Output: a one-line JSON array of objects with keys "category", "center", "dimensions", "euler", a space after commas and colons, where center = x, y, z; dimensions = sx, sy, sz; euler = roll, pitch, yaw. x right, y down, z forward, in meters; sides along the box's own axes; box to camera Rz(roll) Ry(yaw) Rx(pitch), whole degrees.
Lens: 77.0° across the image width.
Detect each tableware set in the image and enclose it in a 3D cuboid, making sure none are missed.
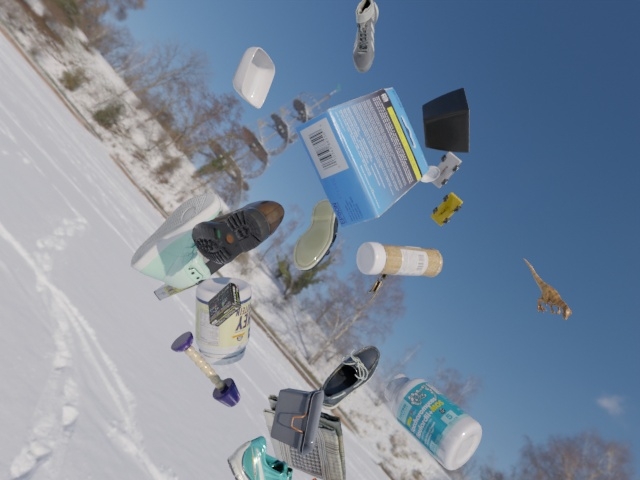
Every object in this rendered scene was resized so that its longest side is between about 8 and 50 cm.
[{"category": "tableware set", "center": [0.263, 0.171, 1.801], "dimensions": [0.039, 0.128, 0.194], "euler": [29, -46, 5]}]

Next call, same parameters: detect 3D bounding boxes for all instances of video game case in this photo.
[{"category": "video game case", "center": [-0.309, 0.060, 1.142], "dimensions": [0.248, 0.275, 0.035], "euler": [-22, -75, 45]}]

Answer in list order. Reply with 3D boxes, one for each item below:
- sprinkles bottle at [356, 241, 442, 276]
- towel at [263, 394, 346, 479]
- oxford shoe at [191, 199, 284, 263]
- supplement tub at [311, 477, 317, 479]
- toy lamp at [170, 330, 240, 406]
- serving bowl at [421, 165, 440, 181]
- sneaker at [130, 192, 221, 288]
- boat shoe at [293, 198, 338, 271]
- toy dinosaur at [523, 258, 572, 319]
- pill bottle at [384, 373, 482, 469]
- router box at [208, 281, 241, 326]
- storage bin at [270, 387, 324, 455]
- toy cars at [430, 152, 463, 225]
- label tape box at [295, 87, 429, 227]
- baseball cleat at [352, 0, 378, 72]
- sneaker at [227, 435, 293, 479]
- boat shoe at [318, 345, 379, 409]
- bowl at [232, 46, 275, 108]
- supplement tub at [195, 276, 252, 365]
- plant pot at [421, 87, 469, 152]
[{"category": "sprinkles bottle", "center": [0.312, 0.078, 1.565], "dimensions": [0.121, 0.355, 0.121], "euler": [-14, -107, 57]}, {"category": "towel", "center": [-0.059, 0.734, 1.468], "dimensions": [0.312, 0.056, 0.325], "euler": [6, -67, 29]}, {"category": "oxford shoe", "center": [-0.143, -0.016, 0.704], "dimensions": [0.227, 0.096, 0.083], "euler": [-11, -70, 42]}, {"category": "supplement tub", "center": [0.016, 0.999, 1.336], "dimensions": [0.338, 0.207, 0.207], "euler": [48, -15, 27]}, {"category": "toy lamp", "center": [-0.336, 0.394, 1.208], "dimensions": [0.275, 0.080, 0.080], "euler": [59, -18, -20]}, {"category": "serving bowl", "center": [0.432, -0.270, 1.605], "dimensions": [0.083, 0.083, 0.027], "euler": [77, 3, -57]}, {"category": "sneaker", "center": [-0.281, 0.008, 0.904], "dimensions": [0.151, 0.256, 0.094], "euler": [40, 21, -37]}, {"category": "boat shoe", "center": [-0.004, 0.000, 1.438], "dimensions": [0.127, 0.340, 0.113], "euler": [-2, -46, 16]}, {"category": "toy dinosaur", "center": [0.701, 0.159, 1.246], "dimensions": [0.112, 0.064, 0.212], "euler": [87, -16, -45]}, {"category": "pill bottle", "center": [0.302, 0.492, 1.134], "dimensions": [0.264, 0.146, 0.146], "euler": [30, -25, 49]}, {"category": "router box", "center": [-0.314, 0.209, 1.316], "dimensions": [0.038, 0.122, 0.092], "euler": [32, 27, -39]}, {"category": "storage bin", "center": [-0.058, 0.404, 0.920], "dimensions": [0.091, 0.135, 0.098], "euler": [6, -13, 21]}, {"category": "toy cars", "center": [0.661, -0.269, 2.095], "dimensions": [0.176, 0.087, 0.394], "euler": [8, -65, 39]}, {"category": "label tape box", "center": [0.122, -0.217, 0.985], "dimensions": [0.115, 0.347, 0.249], "euler": [-17, -76, 39]}, {"category": "baseball cleat", "center": [0.125, -0.619, 1.207], "dimensions": [0.072, 0.206, 0.109], "euler": [7, 4, 22]}, {"category": "sneaker", "center": [-0.106, 0.586, 0.954], "dimensions": [0.275, 0.110, 0.107], "euler": [60, -19, -16]}, {"category": "boat shoe", "center": [0.091, 0.394, 1.205], "dimensions": [0.095, 0.254, 0.079], "euler": [44, -33, 28]}, {"category": "bowl", "center": [-0.193, -0.462, 1.140], "dimensions": [0.053, 0.142, 0.142], "euler": [23, 2, 16]}, {"category": "supplement tub", "center": [-0.422, 0.345, 1.746], "dimensions": [0.235, 0.235, 0.325], "euler": [26, -64, 55]}, {"category": "plant pot", "center": [0.490, -0.463, 1.587], "dimensions": [0.166, 0.188, 0.188], "euler": [-4, -46, 16]}]
